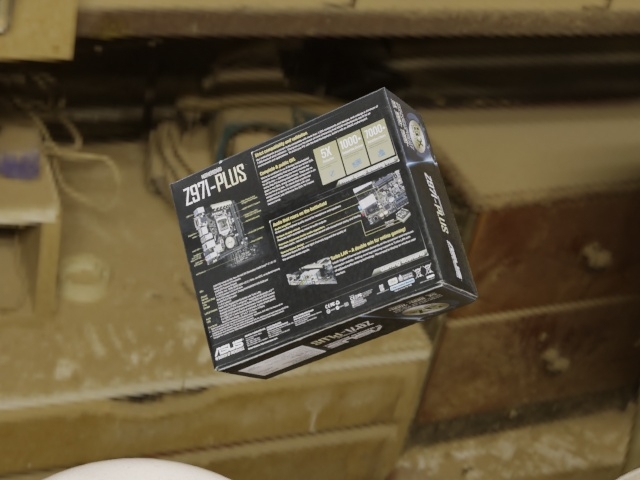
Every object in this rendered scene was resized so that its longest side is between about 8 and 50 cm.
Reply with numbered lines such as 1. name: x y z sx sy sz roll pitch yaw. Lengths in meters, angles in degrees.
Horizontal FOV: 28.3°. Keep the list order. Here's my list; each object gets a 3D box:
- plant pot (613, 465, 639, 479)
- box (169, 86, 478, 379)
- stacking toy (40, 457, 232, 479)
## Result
1. plant pot: 0.198 0.338 0.802 0.305 0.334 0.334 -12 43 -44
2. box: 0.000 0.000 0.899 0.077 0.180 0.147 22 48 -63
3. stacking toy: -0.201 0.418 1.099 0.350 0.480 0.351 11 59 -19
